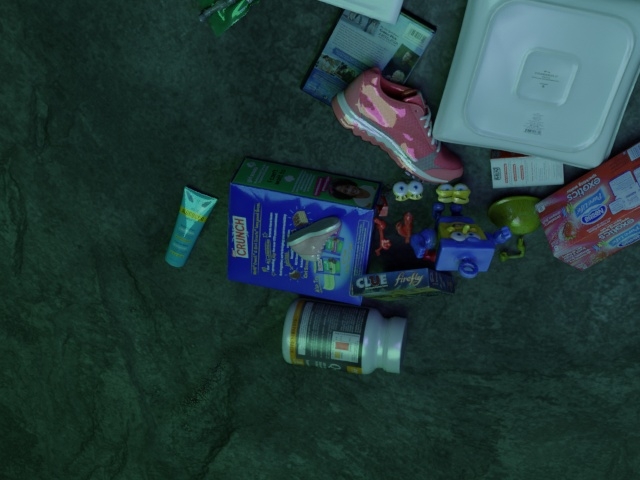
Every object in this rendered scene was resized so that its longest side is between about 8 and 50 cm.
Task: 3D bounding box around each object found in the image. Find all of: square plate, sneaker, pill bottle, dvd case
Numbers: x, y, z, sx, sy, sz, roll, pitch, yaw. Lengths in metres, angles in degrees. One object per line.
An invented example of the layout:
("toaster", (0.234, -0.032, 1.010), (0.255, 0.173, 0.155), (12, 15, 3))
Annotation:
("square plate", (0.413, -0.303, 1.526), (0.347, 0.049, 0.344), (11, 120, -2))
("sneaker", (0.000, 0.000, 1.749), (0.134, 0.051, 0.070), (-23, 115, 29))
("pill bottle", (0.059, 0.230, 1.973), (0.279, 0.162, 0.162), (7, 125, 11))
("sneaker", (0.178, -0.222, 1.637), (0.314, 0.116, 0.136), (31, 124, -19))
("dvd case", (0.089, -0.357, 1.643), (0.180, 0.022, 0.253), (29, 127, -4))

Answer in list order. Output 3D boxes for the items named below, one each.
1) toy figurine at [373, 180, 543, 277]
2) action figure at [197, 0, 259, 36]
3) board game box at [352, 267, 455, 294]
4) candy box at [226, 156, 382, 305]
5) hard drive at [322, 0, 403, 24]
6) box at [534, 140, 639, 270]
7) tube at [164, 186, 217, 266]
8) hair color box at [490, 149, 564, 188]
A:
("toy figurine", (0.297, 0.022, 1.669), (0.363, 0.217, 0.191), (4, 124, -9))
("action figure", (-0.144, -0.497, 1.591), (0.232, 0.063, 0.137), (-22, 113, 24))
("board game box", (0.186, 0.098, 1.815), (0.165, 0.243, 0.042), (-7, 81, 20))
("candy box", (-0.041, -0.018, 1.852), (0.317, 0.122, 0.268), (11, 126, 6))
("hard drive", (0.083, -0.567, 1.472), (0.210, 0.040, 0.318), (19, 123, 2))
("box", (0.568, -0.064, 1.622), (0.257, 0.128, 0.123), (-35, 140, 32))
("tube", (-0.313, -0.031, 1.971), (0.080, 0.052, 0.207), (20, 121, -10))
("hair color box", (0.417, -0.148, 1.682), (0.141, 0.043, 0.072), (-2, 123, 16))
